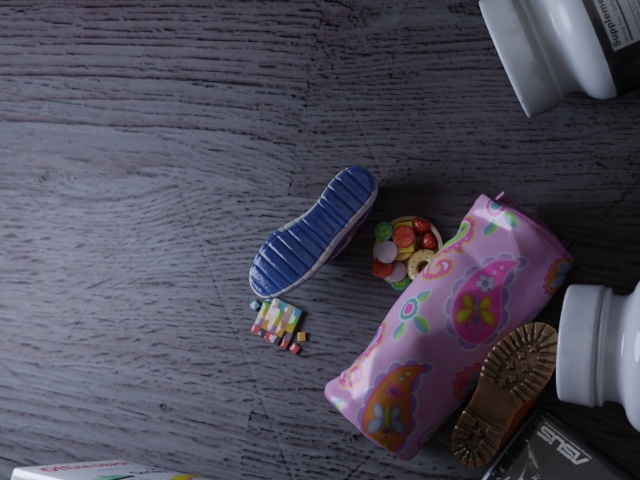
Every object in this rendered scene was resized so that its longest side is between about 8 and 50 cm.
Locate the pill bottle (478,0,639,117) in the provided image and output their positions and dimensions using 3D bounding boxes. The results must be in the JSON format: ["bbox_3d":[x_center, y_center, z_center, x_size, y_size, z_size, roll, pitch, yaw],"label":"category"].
[{"bbox_3d":[0.308,-0.235,0.867,0.278,0.162,0.162,-23,72,17],"label":"pill bottle"}]

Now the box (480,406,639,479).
[{"bbox_3d":[0.249,0.301,0.848,0.231,0.056,0.183,39,95,24],"label":"box"}]

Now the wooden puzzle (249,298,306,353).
[{"bbox_3d":[-0.050,0.094,1.034,0.083,0.006,0.049,24,90,24],"label":"wooden puzzle"}]

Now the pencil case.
[{"bbox_3d":[0.131,0.084,0.906,0.124,0.124,0.284,40,95,23],"label":"pencil case"}]

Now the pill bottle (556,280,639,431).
[{"bbox_3d":[0.355,0.106,0.789,0.272,0.152,0.152,4,82,23],"label":"pill bottle"}]

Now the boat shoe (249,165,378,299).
[{"bbox_3d":[0.000,0.000,0.998,0.183,0.066,0.066,-43,70,4],"label":"boat shoe"}]

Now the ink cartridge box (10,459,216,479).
[{"bbox_3d":[-0.163,0.312,0.933,0.278,0.201,0.117,5,81,23],"label":"ink cartridge box"}]

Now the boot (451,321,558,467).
[{"bbox_3d":[0.189,0.144,0.877,0.059,0.084,0.158,37,110,25],"label":"boot"}]

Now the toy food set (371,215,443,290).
[{"bbox_3d":[0.095,0.014,0.983,0.082,0.020,0.083,-9,77,21],"label":"toy food set"}]
